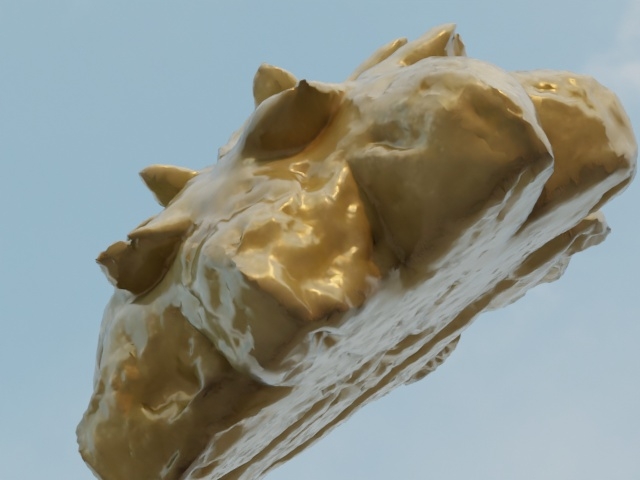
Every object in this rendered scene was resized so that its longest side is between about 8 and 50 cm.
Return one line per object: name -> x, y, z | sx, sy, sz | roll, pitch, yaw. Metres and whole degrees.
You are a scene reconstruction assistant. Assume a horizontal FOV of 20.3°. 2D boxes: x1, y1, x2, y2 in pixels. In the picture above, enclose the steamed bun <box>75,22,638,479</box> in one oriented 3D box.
steamed bun -> 0.000, 0.000, 0.796 | 0.295, 0.292, 0.137 | -28, -104, -26
